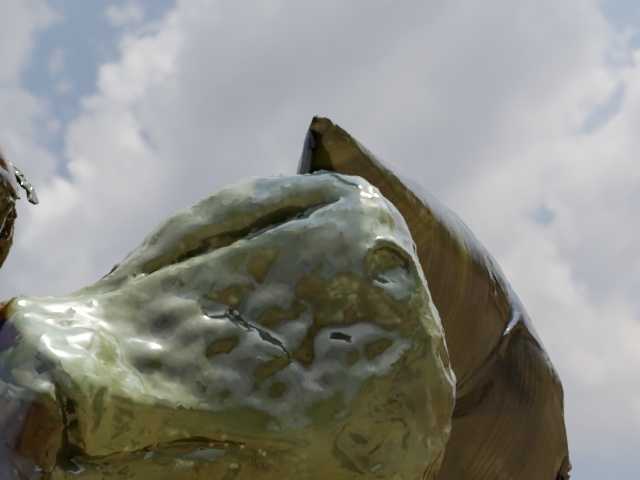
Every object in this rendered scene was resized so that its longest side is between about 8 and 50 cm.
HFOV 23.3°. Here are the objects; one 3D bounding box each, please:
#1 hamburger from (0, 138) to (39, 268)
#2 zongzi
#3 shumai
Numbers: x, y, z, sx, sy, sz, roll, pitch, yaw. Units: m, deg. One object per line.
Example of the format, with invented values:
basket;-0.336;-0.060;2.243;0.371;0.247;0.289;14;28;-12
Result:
hamburger;-0.282;-0.038;0.942;0.183;0.206;0.130;-34;6;-11
zongzi;0.000;0.000;1.162;0.208;0.403;0.432;-31;-52;-7
shumai;-0.054;0.069;0.808;0.260;0.225;0.222;-48;-28;1
